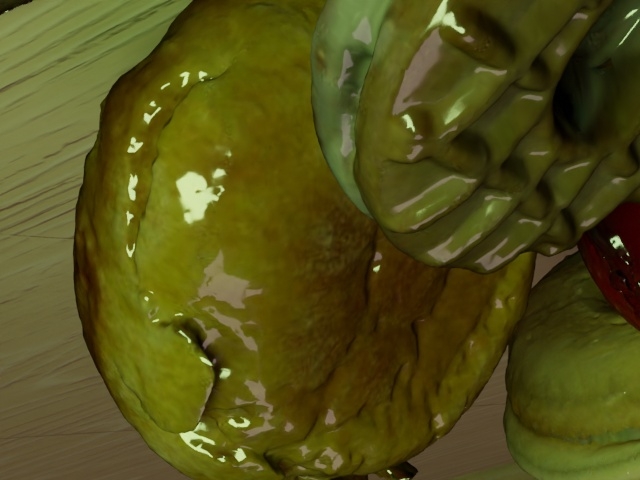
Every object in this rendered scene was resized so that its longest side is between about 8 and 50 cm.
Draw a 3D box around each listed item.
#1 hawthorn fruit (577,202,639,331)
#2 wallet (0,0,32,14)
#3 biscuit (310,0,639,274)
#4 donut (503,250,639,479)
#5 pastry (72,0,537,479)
[{"bbox_3d":[0.341,-0.027,1.098,0.316,0.316,0.316,-9,162,-3],"label":"hawthorn fruit"},{"bbox_3d":[-0.165,-0.167,0.794,0.255,0.031,0.137,-16,161,15],"label":"wallet"},{"bbox_3d":[0.138,-0.123,0.767,0.332,0.103,0.332,-28,146,-21],"label":"biscuit"},{"bbox_3d":[0.373,0.094,1.385,0.449,0.198,0.449,-27,-163,9],"label":"donut"},{"bbox_3d":[0.000,0.000,0.937,0.356,0.356,0.164,3,-165,-36],"label":"pastry"}]
